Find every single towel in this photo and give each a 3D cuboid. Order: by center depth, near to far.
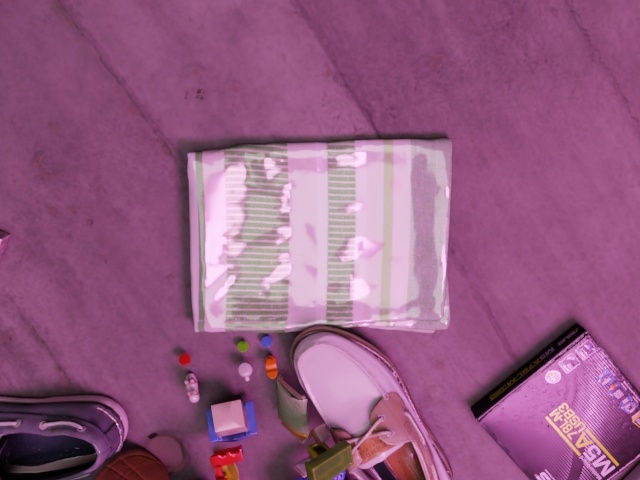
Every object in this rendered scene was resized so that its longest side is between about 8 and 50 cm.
[{"bbox_3d":[0.000,0.000,1.031,0.325,0.038,0.247,-1,102,-1],"label":"towel"}]

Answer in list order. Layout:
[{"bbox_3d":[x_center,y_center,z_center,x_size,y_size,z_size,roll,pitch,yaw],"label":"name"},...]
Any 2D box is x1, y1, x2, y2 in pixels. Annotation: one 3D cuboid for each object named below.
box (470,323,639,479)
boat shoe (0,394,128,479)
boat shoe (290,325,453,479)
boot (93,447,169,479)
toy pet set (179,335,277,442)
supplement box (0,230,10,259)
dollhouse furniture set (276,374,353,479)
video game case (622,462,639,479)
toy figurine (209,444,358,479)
[{"bbox_3d":[0.328,0.236,1.090,0.184,0.045,0.190,-40,100,4],"label":"box"},{"bbox_3d":[-0.409,0.263,1.044,0.320,0.099,0.116,-7,105,0],"label":"boat shoe"},{"bbox_3d":[0.072,0.237,1.038,0.113,0.103,0.302,-36,105,16],"label":"boat shoe"},{"bbox_3d":[-0.295,0.394,1.023,0.095,0.262,0.203,36,117,-9],"label":"boot"},{"bbox_3d":[-0.111,0.196,1.072,0.122,0.065,0.114,-11,68,-2],"label":"toy pet set"},{"bbox_3d":[-0.432,0.026,1.022,0.062,0.036,0.098,23,101,-7],"label":"supplement box"},{"bbox_3d":[-0.028,0.240,1.020,0.059,0.152,0.076,-27,127,-27],"label":"dollhouse furniture set"},{"bbox_3d":[0.606,0.327,1.125,0.300,0.036,0.329,39,98,-9],"label":"video game case"},{"bbox_3d":[0.009,0.418,1.055,0.217,0.191,0.362,-15,104,-3],"label":"toy figurine"}]
